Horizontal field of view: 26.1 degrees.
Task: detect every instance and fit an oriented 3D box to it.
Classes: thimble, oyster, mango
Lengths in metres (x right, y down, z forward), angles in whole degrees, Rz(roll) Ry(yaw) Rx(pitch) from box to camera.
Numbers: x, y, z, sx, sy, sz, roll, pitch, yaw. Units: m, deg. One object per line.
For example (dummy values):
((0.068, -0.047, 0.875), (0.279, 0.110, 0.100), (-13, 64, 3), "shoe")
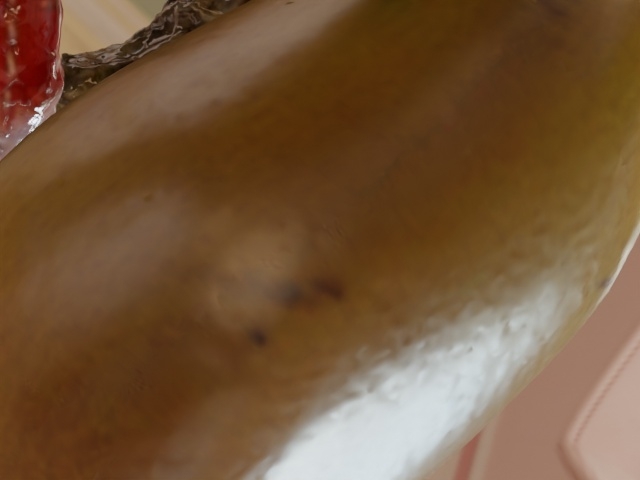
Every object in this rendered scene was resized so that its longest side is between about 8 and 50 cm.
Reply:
((-0.228, -0.132, 0.815), (0.125, 0.163, 0.189), (-2, -97, -29), "thimble")
((-0.101, -0.143, 1.350), (0.111, 0.396, 0.204), (-129, 24, -70), "oyster")
((0.000, 0.000, 0.500), (0.173, 0.317, 0.211), (56, -172, 36), "mango")
